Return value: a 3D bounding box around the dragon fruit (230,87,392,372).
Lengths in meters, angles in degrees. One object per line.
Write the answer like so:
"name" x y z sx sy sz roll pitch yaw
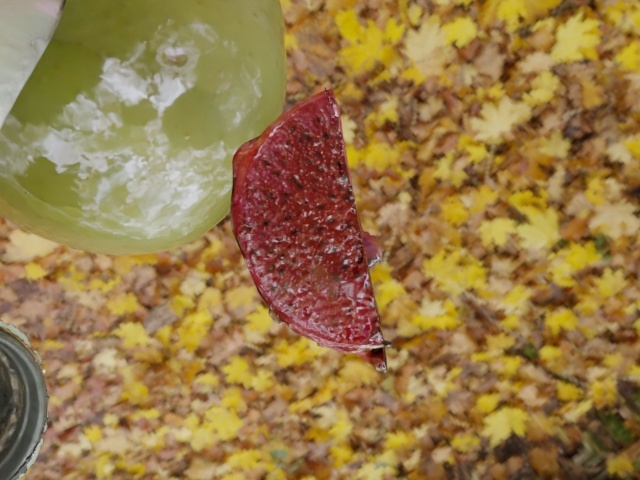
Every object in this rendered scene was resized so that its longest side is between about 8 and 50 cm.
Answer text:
"dragon fruit" -0.009 0.003 0.945 0.126 0.274 0.161 -13 175 8

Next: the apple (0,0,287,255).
"apple" -0.271 -0.203 1.179 0.473 0.474 0.474 -22 143 -18

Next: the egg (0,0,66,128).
"egg" -0.375 -0.123 0.755 0.201 0.337 0.337 33 109 -31

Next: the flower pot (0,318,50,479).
"flower pot" -0.413 0.170 0.994 0.235 0.140 0.236 -14 113 -36
